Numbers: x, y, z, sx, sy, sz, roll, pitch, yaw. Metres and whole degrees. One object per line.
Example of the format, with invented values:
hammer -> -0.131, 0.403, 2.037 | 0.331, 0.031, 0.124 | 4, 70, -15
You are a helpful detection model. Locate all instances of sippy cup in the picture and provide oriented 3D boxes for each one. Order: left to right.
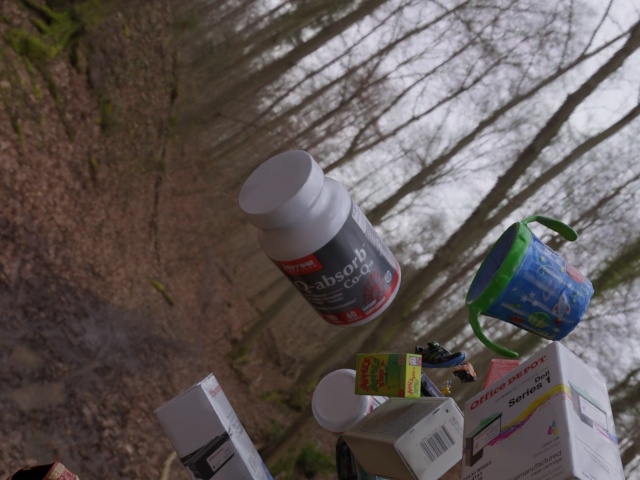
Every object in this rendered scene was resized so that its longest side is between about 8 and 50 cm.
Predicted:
sippy cup -> 0.487, 0.110, 1.749 | 0.224, 0.305, 0.240 | 31, 21, 2

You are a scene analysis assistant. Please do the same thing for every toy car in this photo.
toy car -> 0.294, 0.299, 1.691 | 0.060, 0.040, 0.122 | 30, -39, -22

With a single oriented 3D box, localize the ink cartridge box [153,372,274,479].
ink cartridge box -> -0.303, 0.610, 2.234 | 0.395, 0.166, 0.285 | 60, -4, 4

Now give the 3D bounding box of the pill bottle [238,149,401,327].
pill bottle -> 0.000, 0.000, 1.567 | 0.363, 0.210, 0.210 | 51, -9, -37

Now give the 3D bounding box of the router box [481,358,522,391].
router box -> 0.462, 0.509, 1.932 | 0.301, 0.082, 0.335 | -29, 117, -69

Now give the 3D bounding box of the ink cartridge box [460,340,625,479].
ink cartridge box -> 0.309, 0.306, 1.091 | 0.117, 0.201, 0.278 | 40, 30, -11

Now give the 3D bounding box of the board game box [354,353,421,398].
board game box -> 0.145, 0.295, 1.665 | 0.181, 0.043, 0.092 | -13, -110, 56

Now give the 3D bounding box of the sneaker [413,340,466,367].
sneaker -> 0.336, 0.329, 2.195 | 0.188, 0.067, 0.078 | -10, -105, 50

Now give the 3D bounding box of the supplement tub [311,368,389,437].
supplement tub -> 0.112, 0.521, 2.309 | 0.191, 0.191, 0.272 | 42, -4, 43

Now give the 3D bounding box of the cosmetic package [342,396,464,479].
cosmetic package -> 0.180, 0.417, 1.606 | 0.113, 0.160, 0.309 | 57, -19, 0

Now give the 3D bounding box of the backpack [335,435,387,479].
backpack -> 0.162, 0.602, 1.903 | 0.191, 0.225, 0.253 | -39, -133, 54

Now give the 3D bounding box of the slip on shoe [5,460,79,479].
slip on shoe -> -0.762, 0.626, 1.930 | 0.101, 0.331, 0.123 | 64, 23, -21

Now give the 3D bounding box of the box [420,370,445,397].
box -> 0.234, 0.366, 1.847 | 0.116, 0.029, 0.162 | 49, -25, -8
